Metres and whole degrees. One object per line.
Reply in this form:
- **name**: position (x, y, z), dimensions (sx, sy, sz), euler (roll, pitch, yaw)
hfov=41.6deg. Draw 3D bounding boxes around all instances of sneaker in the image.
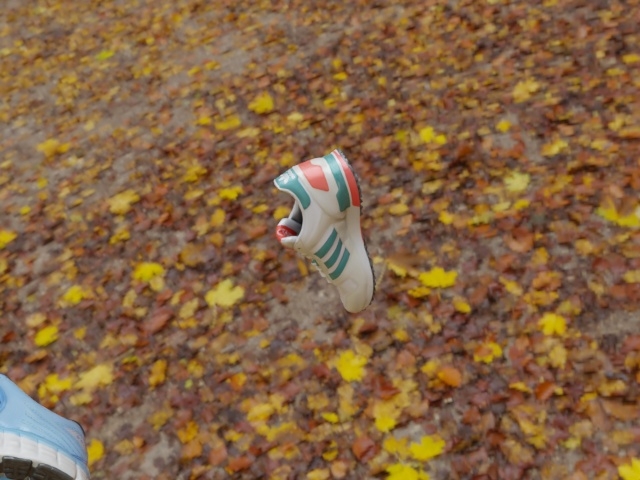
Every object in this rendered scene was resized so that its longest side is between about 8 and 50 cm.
- **sneaker**: position (0.000, 0.000, 0.733), dimensions (0.075, 0.161, 0.057), euler (-17, 35, -10)
- **sneaker**: position (-0.198, 0.097, 0.445), dimensions (0.063, 0.162, 0.073), euler (-57, 16, 18)
